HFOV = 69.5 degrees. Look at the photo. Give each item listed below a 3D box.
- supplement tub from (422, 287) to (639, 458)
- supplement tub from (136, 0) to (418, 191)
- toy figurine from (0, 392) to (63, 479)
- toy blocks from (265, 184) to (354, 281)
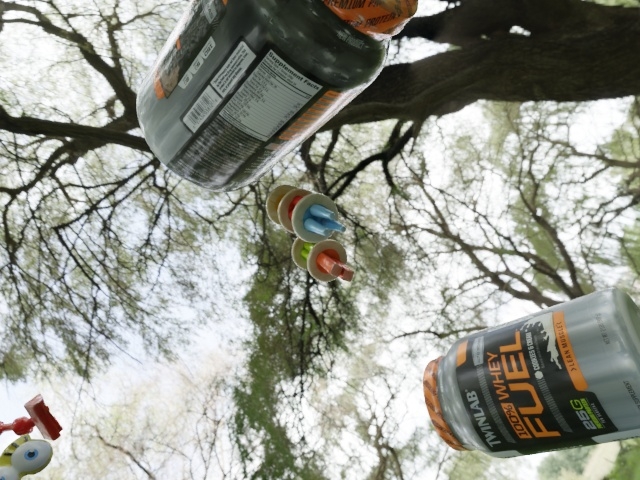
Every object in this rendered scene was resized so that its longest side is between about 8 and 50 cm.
[{"bbox_3d":[0.326,0.210,0.689,0.193,0.316,0.194,31,-137,-34],"label":"supplement tub"},{"bbox_3d":[-0.064,-0.218,0.553,0.207,0.338,0.207,23,-127,-33],"label":"supplement tub"},{"bbox_3d":[-0.415,0.168,0.320,0.362,0.191,0.217,-37,-69,-47],"label":"toy figurine"},{"bbox_3d":[0.000,0.000,0.519,0.054,0.148,0.123,-33,-68,-12],"label":"toy blocks"}]
